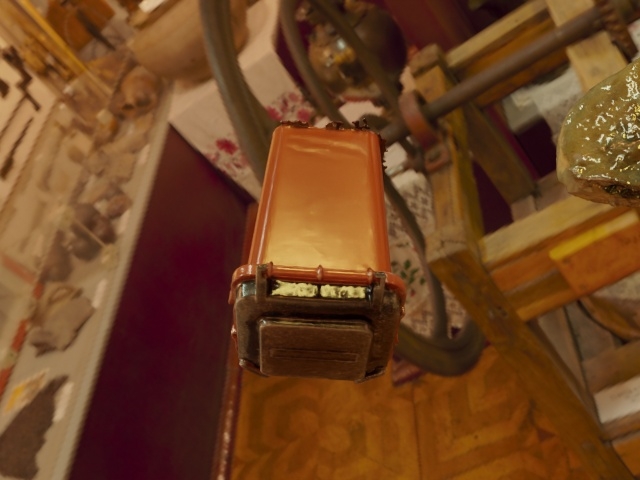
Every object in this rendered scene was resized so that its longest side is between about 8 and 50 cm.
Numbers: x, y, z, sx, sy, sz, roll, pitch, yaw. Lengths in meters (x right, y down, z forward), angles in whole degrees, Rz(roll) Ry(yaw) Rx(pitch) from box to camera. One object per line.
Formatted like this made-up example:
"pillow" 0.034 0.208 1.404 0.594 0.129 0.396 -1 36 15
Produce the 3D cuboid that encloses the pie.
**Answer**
"pie" 0.314 -0.105 0.751 0.218 0.052 0.185 6 60 51

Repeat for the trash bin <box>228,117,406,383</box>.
"trash bin" 0.000 0.000 0.839 0.161 0.184 0.238 3 56 -1
